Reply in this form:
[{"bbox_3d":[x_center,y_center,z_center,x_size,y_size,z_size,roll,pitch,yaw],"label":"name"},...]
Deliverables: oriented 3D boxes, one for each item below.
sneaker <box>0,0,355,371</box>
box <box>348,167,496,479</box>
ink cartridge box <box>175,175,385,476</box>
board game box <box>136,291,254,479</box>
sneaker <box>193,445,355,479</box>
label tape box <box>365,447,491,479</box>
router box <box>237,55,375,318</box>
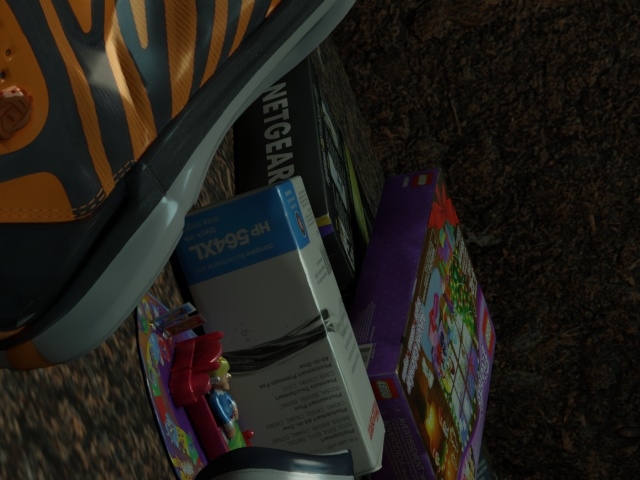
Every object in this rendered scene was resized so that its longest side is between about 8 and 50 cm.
[{"bbox_3d":[-0.081,-0.120,0.578,0.321,0.125,0.180,-66,148,-20],"label":"sneaker"},{"bbox_3d":[0.089,0.100,1.343,0.293,0.057,0.201,-73,148,-53],"label":"box"},{"bbox_3d":[-0.026,0.064,1.096,0.148,0.086,0.203,-43,115,-84],"label":"ink cartridge box"},{"bbox_3d":[-0.064,0.099,0.952,0.168,0.033,0.133,54,19,-66],"label":"board game box"},{"bbox_3d":[0.005,0.221,0.892,0.282,0.099,0.153,58,20,-49],"label":"sneaker"},{"bbox_3d":[0.117,0.247,1.618,0.240,0.106,0.333,25,47,-79],"label":"label tape box"},{"bbox_3d":[0.000,0.000,1.454,0.309,0.081,0.243,-96,166,-57],"label":"router box"}]
